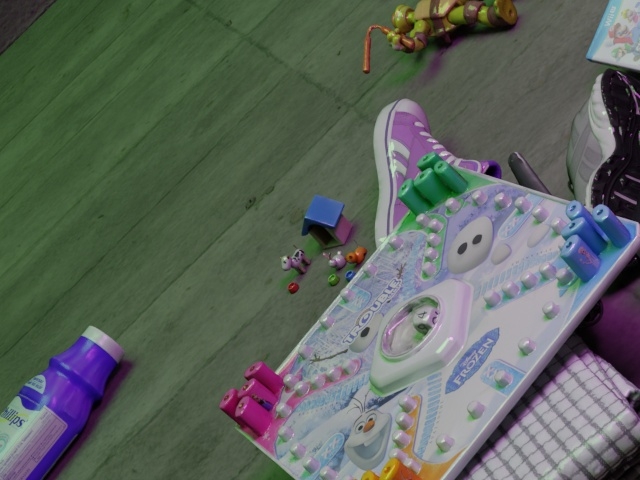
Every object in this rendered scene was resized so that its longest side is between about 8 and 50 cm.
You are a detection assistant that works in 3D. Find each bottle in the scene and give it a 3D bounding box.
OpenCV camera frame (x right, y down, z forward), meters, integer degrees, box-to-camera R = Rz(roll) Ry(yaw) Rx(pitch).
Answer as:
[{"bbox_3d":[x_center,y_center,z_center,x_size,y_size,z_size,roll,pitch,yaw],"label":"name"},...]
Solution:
[{"bbox_3d":[-0.385,0.248,2.204,0.283,0.092,0.118,-52,29,-15],"label":"bottle"}]

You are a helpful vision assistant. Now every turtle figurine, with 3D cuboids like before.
[{"bbox_3d":[0.178,-0.322,2.257,0.217,0.087,0.269,-8,35,36],"label":"turtle figurine"}]

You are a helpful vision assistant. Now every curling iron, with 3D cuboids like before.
[{"bbox_3d":[0.243,-0.008,1.695,0.068,0.035,0.274,-39,40,22],"label":"curling iron"}]

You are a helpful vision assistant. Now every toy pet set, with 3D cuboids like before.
[{"bbox_3d":[0.000,0.000,2.075,0.122,0.065,0.114,-14,41,42],"label":"toy pet set"}]

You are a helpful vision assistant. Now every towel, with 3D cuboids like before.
[{"bbox_3d":[0.193,0.203,1.514,0.235,0.121,0.284,-42,27,0],"label":"towel"}]

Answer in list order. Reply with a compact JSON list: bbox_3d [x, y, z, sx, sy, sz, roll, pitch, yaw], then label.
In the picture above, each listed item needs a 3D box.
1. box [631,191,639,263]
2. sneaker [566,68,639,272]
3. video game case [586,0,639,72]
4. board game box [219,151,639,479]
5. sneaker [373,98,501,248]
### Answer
[{"bbox_3d":[0.479,-0.107,1.596,0.293,0.073,0.295,-10,44,39],"label":"box"},{"bbox_3d":[0.322,-0.064,1.745,0.108,0.100,0.271,-53,20,45],"label":"sneaker"},{"bbox_3d":[0.406,-0.253,1.869,0.166,0.015,0.119,20,86,42],"label":"video game case"},{"bbox_3d":[0.093,0.088,1.610,0.390,0.050,0.390,-50,26,-7],"label":"board game box"},{"bbox_3d":[0.156,-0.086,1.971,0.161,0.102,0.282,-24,45,25],"label":"sneaker"}]
